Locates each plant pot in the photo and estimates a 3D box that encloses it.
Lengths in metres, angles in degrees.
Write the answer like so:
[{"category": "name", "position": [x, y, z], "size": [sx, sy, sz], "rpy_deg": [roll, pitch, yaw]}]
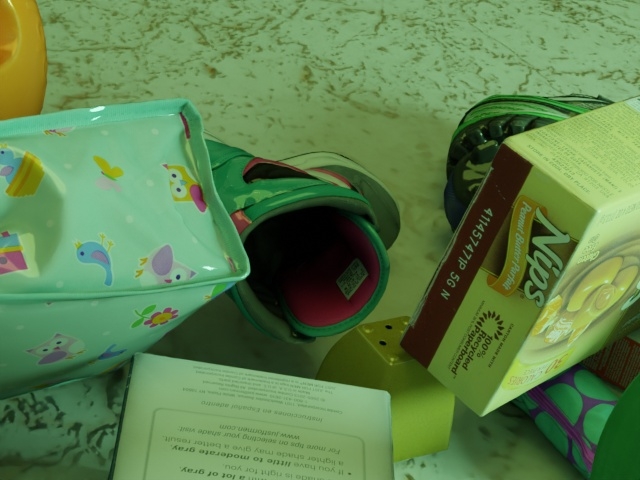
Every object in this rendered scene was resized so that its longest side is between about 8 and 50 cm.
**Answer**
[{"category": "plant pot", "position": [0.048, 0.102, 1.102], "size": [0.081, 0.083, 0.081], "rpy_deg": [-10, 39, -31]}]

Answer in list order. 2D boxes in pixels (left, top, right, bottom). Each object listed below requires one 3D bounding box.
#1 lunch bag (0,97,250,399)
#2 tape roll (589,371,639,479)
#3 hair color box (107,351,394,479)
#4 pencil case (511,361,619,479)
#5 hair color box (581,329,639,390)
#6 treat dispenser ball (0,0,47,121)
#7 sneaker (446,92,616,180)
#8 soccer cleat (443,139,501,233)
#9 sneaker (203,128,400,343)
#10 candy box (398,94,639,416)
[{"category": "lunch bag", "position": [-0.218, 0.017, 0.989], "size": [0.262, 0.223, 0.160], "rpy_deg": [-9, 73, -34]}, {"category": "tape roll", "position": [0.296, 0.185, 0.835], "size": [0.077, 0.321, 0.321], "rpy_deg": [-18, 43, -39]}, {"category": "hair color box", "position": [-0.047, 0.217, 0.868], "size": [0.174, 0.105, 0.347], "rpy_deg": [9, 32, -5]}, {"category": "pencil case", "position": [0.183, 0.124, 1.133], "size": [0.070, 0.064, 0.151], "rpy_deg": [7, 28, -40]}, {"category": "hair color box", "position": [0.252, 0.074, 1.247], "size": [0.167, 0.053, 0.093], "rpy_deg": [31, 36, 25]}, {"category": "treat dispenser ball", "position": [-0.350, -0.134, 1.141], "size": [0.288, 0.288, 0.288], "rpy_deg": [9, 32, -6]}, {"category": "sneaker", "position": [0.292, -0.079, 1.426], "size": [0.343, 0.134, 0.146], "rpy_deg": [12, 31, 1]}, {"category": "soccer cleat", "position": [0.251, -0.028, 1.341], "size": [0.289, 0.121, 0.093], "rpy_deg": [5, 62, 0]}, {"category": "sneaker", "position": [0.000, 0.000, 1.161], "size": [0.295, 0.124, 0.178], "rpy_deg": [9, 23, -48]}, {"category": "candy box", "position": [0.210, -0.008, 1.109], "size": [0.087, 0.183, 0.316], "rpy_deg": [41, 36, 23]}]
